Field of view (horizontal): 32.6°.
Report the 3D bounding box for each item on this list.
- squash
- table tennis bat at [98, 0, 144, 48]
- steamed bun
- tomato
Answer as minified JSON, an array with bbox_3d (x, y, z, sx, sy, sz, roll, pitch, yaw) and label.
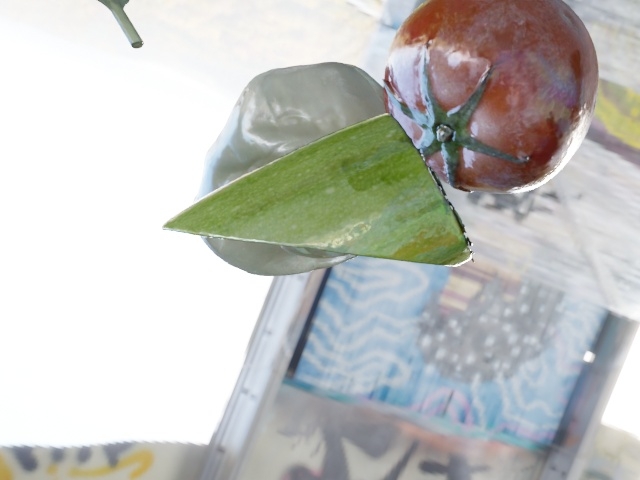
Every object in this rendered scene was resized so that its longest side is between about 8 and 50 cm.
[{"bbox_3d":[0.000,0.000,1.095,0.189,0.260,0.189,61,180,-1],"label":"squash"},{"bbox_3d":[-0.235,-0.274,1.193,0.087,0.013,0.156,-5,-120,-58],"label":"table tennis bat"},{"bbox_3d":[-0.002,-0.089,1.652,0.342,0.367,0.255,-26,-118,-40],"label":"steamed bun"},{"bbox_3d":[0.212,-0.191,1.333,0.265,0.265,0.265,21,-177,-1],"label":"tomato"}]
